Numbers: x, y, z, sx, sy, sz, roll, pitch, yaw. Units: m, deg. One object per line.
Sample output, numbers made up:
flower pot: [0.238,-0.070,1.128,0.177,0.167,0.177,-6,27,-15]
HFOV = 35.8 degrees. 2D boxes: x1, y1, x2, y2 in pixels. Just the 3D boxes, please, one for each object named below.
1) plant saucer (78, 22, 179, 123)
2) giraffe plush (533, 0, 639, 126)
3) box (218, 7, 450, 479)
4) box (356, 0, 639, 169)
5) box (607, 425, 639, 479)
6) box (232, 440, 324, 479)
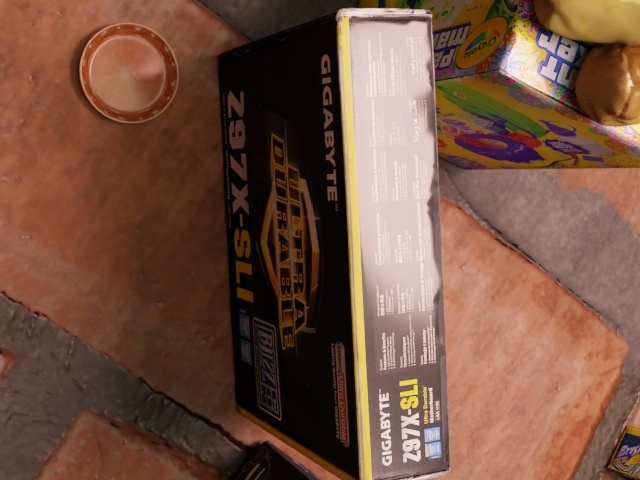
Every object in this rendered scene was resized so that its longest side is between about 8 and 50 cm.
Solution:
plant saucer: [-0.160,-0.139,0.827,0.083,0.013,0.084,-1,93,-23]
giraffe plush: [0.267,-0.142,0.610,0.210,0.170,0.181,41,77,-21]
box: [0.000,0.000,0.773,0.079,0.257,0.322,-5,96,-22]
box: [0.175,-0.217,0.817,0.177,0.290,0.279,22,85,-24]
box: [0.392,0.264,1.065,0.169,0.059,0.054,33,78,-22]
box: [0.021,0.312,0.850,0.247,0.163,0.142,42,78,-20]
